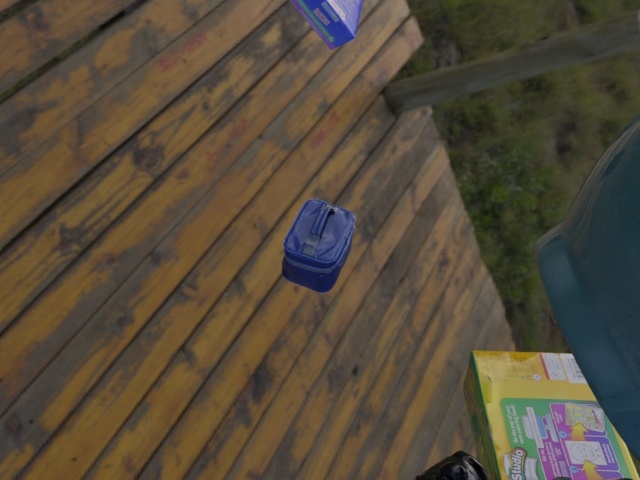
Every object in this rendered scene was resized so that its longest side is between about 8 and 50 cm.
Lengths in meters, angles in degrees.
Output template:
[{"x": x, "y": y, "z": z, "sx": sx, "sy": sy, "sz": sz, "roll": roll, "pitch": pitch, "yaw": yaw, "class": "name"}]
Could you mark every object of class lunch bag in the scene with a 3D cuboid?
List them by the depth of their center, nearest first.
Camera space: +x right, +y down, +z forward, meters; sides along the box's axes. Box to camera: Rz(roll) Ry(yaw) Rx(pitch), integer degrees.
[{"x": 0.000, "y": 0.000, "z": 0.837, "sx": 0.065, "sy": 0.067, "sz": 0.098, "roll": 98, "pitch": 13, "yaw": -51, "class": "lunch bag"}]

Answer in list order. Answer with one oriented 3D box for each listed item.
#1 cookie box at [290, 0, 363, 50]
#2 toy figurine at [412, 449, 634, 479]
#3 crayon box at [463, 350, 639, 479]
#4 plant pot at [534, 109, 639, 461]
[{"x": 0.009, "y": -0.310, "z": 0.935, "sx": 0.092, "sy": 0.040, "sz": 0.107, "roll": 46, "pitch": 38, "yaw": -31, "class": "cookie box"}, {"x": 0.126, "y": 0.256, "z": 0.478, "sx": 0.148, "sy": 0.209, "sz": 0.213, "roll": -8, "pitch": 95, "yaw": -55, "class": "toy figurine"}, {"x": 0.281, "y": 0.261, "z": 0.910, "sx": 0.278, "sy": 0.165, "sz": 0.081, "roll": -89, "pitch": -179, "yaw": -54, "class": "crayon box"}, {"x": 0.264, "y": 0.032, "z": 0.471, "sx": 0.293, "sy": 0.196, "sz": 0.293, "roll": 44, "pitch": 29, "yaw": -33, "class": "plant pot"}]
